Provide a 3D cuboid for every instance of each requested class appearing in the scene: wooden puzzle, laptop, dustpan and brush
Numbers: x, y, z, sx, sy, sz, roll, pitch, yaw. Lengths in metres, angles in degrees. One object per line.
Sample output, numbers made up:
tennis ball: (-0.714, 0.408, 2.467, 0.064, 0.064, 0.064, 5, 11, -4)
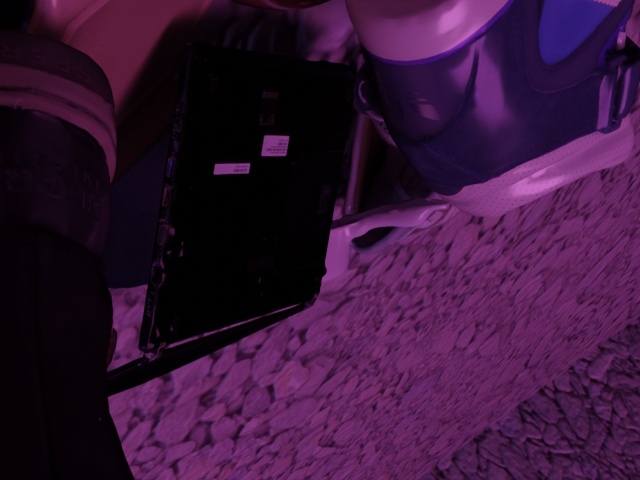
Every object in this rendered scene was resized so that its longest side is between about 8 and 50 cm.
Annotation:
wooden puzzle: (-0.103, -0.098, 0.561, 0.221, 0.044, 0.239, -55, 178, -44)
laptop: (-0.097, 0.004, 0.732, 0.234, 0.136, 0.264, -13, 115, -67)
dustpan and brush: (0.000, 0.000, 0.910, 0.211, 0.060, 0.147, -2, -172, 18)

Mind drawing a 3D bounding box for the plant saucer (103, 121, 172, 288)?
plant saucer: (-0.091, -0.044, 0.799, 0.195, 0.037, 0.195, -35, 160, -15)

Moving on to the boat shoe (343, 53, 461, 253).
boat shoe: (0.072, -0.078, 0.899, 0.103, 0.118, 0.320, -38, 166, -15)

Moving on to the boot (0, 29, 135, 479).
boot: (-0.156, 0.139, 0.457, 0.138, 0.284, 0.377, 6, 141, -33)

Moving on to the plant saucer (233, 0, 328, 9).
plant saucer: (0.009, -0.195, 0.672, 0.168, 0.029, 0.168, -32, 158, -15)

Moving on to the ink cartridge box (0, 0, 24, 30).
ink cartridge box: (-0.185, -0.155, 0.379, 0.303, 0.072, 0.307, -13, 149, -50)

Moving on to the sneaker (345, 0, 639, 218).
sneaker: (0.158, -0.163, 0.711, 0.323, 0.130, 0.236, -49, 140, -13)
